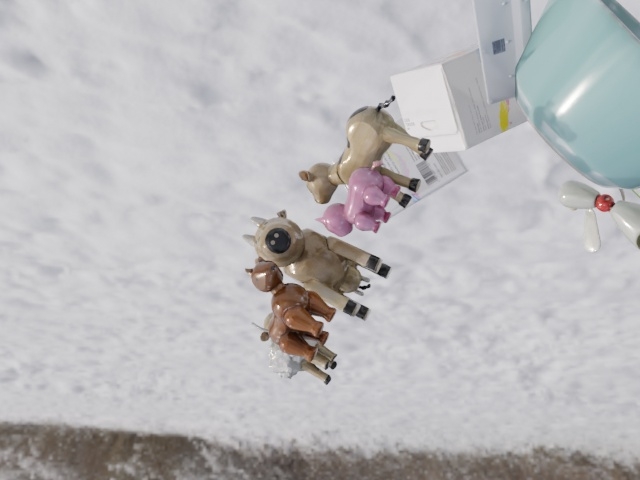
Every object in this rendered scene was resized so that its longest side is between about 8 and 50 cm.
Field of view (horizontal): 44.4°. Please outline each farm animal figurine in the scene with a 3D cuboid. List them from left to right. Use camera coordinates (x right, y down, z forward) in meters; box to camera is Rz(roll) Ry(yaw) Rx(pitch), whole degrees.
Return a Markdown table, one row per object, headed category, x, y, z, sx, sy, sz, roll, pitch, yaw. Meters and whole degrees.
| category | x | y | z | sx | sy | sz | roll | pitch | yaw |
| --- | --- | --- | --- | --- | --- | --- | --- | --- | --- |
| farm animal figurine | 0.000 | 0.000 | 1.047 | 0.172 | 0.330 | 0.326 | 27 | 161 | 16 |

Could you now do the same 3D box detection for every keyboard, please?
| category | x | y | z | sx | sy | sz | roll | pitch | yaw |
| --- | --- | --- | --- | --- | --- | --- | --- | --- | --- |
| keyboard | 0.250 | -0.266 | 1.058 | 0.072 | 0.014 | 0.256 | -11 | 152 | 12 |

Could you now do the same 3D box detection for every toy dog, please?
| category | x | y | z | sx | sy | sz | roll | pitch | yaw |
| --- | --- | --- | --- | --- | --- | --- | --- | --- | --- |
| toy dog | 0.765 | -0.039 | 1.960 | 0.220 | 0.333 | 0.161 | -30 | 142 | -9 |

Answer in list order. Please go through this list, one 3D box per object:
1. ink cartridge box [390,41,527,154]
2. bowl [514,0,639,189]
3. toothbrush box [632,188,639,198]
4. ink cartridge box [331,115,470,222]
| category | x | y | z | sx | sy | sz | roll | pitch | yaw |
| --- | --- | --- | --- | --- | --- | --- | --- | --- | --- |
| ink cartridge box | 0.290 | -0.285 | 1.517 | 0.233 | 0.168 | 0.171 | -27 | -166 | -25 |
| bowl | 0.370 | -0.186 | 1.003 | 0.312 | 0.311 | 0.163 | 15 | 130 | -41 |
| toothbrush box | 0.715 | -0.262 | 1.684 | 0.206 | 0.283 | 0.122 | 35 | 156 | -23 |
| ink cartridge box | 0.200 | -0.185 | 1.955 | 0.278 | 0.201 | 0.117 | -31 | 176 | 13 |
